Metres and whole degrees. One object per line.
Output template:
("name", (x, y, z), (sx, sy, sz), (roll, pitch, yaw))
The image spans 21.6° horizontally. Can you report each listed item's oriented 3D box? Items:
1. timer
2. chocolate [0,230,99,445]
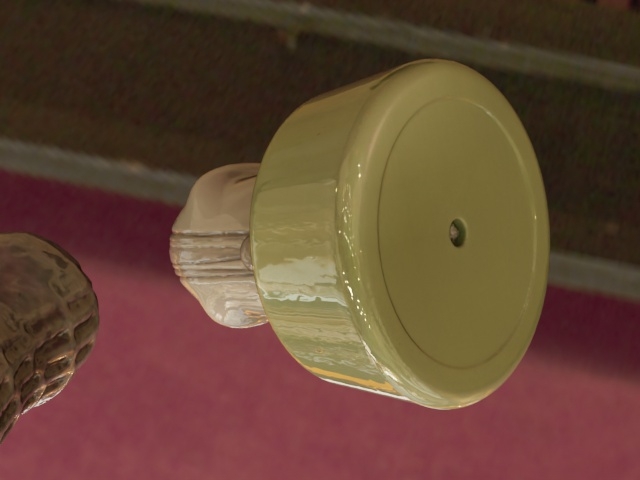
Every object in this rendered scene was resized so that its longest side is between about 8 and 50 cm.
("timer", (0.000, 0.000, 1.479), (0.315, 0.291, 0.290), (-3, 127, 41))
("chocolate", (-0.132, 0.045, 0.594), (0.072, 0.167, 0.072), (6, 110, 17))
